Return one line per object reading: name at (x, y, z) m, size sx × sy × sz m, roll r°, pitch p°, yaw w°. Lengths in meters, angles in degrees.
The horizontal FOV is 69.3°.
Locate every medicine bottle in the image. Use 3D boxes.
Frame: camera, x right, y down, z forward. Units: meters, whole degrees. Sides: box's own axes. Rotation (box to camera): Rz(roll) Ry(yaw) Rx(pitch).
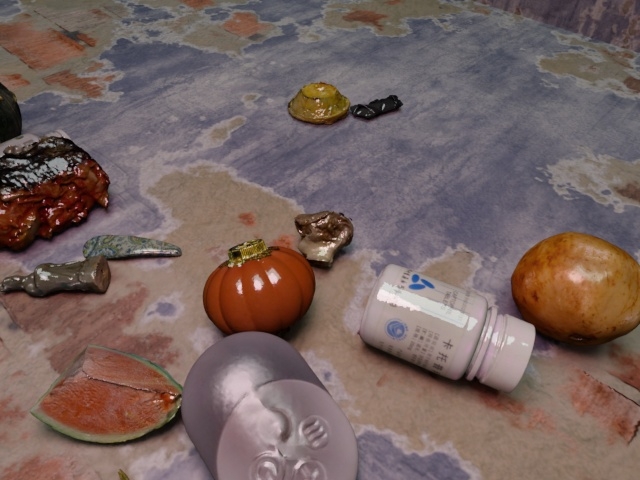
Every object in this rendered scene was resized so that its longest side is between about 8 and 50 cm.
medicine bottle at (0.234, 0.167, 0.883) m, size 0.293 × 0.170 × 0.170 m, roll 21°, pitch 48°, yaw 14°
medicine bottle at (-0.751, -0.203, 1.198) m, size 0.135 × 0.135 × 0.215 m, roll 31°, pitch 52°, yaw 24°

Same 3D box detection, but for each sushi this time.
sushi at (-0.672, -0.109, 1.073) m, size 0.182 × 0.196 × 0.343 m, roll 25°, pitch 48°, yaw 28°

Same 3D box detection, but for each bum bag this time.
bum bag at (0.196, -0.460, 1.576) m, size 0.198 × 0.049 × 0.087 m, roll -23°, pitch 47°, yaw -23°

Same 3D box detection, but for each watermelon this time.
watermelon at (-0.352, 0.257, 0.815) m, size 0.231 × 0.128 × 0.146 m, roll 16°, pitch 17°, yaw -9°

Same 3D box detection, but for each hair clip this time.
hair clip at (-0.440, 0.017, 1.074) m, size 0.229 × 0.036 × 0.066 m, roll 2°, pitch 52°, yaw -2°

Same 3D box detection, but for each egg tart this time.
egg tart at (-0.004, -0.466, 1.545) m, size 0.213 × 0.090 × 0.212 m, roll 1°, pitch 42°, yaw -1°

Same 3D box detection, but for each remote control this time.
remote control at (-0.082, 0.300, 0.749) m, size 0.221 × 0.103 × 0.332 m, roll -31°, pitch 68°, yaw -26°

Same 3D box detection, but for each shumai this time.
shumai at (0.002, 0.002, 1.063) m, size 0.145 × 0.145 × 0.116 m, roll 13°, pitch 57°, yaw 9°

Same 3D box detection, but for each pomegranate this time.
pomegranate at (0.520, 0.096, 0.939) m, size 0.248 × 0.248 × 0.248 m, roll 2°, pitch 46°, yaw -2°

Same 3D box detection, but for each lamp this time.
lamp at (-0.118, 0.099, 0.906) m, size 0.223 × 0.196 × 0.223 m, roll -15°, pitch 11°, yaw 3°

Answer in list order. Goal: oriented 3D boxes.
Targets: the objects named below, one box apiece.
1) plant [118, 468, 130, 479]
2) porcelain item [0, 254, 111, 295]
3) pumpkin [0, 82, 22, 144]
plant at (-0.290, 0.404, 0.697) m, size 0.116 × 0.104 × 0.122 m, roll 35°, pitch 6°, yaw -19°
porcelain item at (-0.571, 0.079, 0.991) m, size 0.216 × 0.069 × 0.081 m, roll -6°, pitch 51°, yaw -3°
pumpkin at (-0.976, -0.322, 1.226) m, size 0.323 × 0.241 × 0.323 m, roll 3°, pitch 47°, yaw -3°
